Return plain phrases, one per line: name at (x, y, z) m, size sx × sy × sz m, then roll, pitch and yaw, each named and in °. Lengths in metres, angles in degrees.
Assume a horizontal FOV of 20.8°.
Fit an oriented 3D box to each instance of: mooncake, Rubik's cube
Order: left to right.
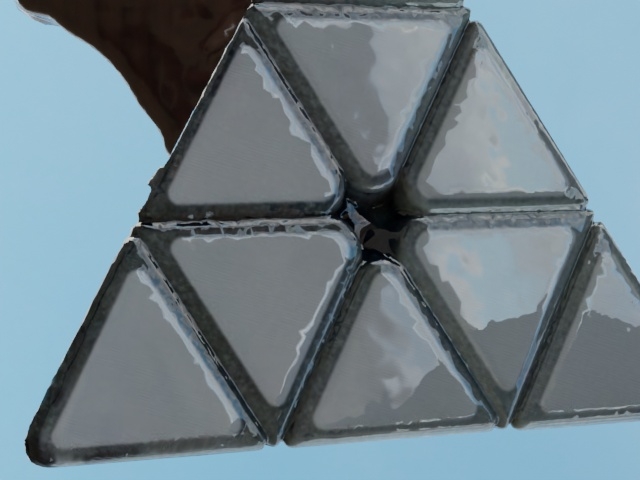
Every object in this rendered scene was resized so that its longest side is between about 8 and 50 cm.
mooncake at (-0.105, -0.219, 1.509) m, size 0.333 × 0.174 × 0.326 m, roll -9°, pitch -83°, yaw 6°
Rubik's cube at (-0.001, 0.002, 0.800) m, size 0.233 × 0.228 × 0.229 m, roll -31°, pitch -130°, yaw 13°
